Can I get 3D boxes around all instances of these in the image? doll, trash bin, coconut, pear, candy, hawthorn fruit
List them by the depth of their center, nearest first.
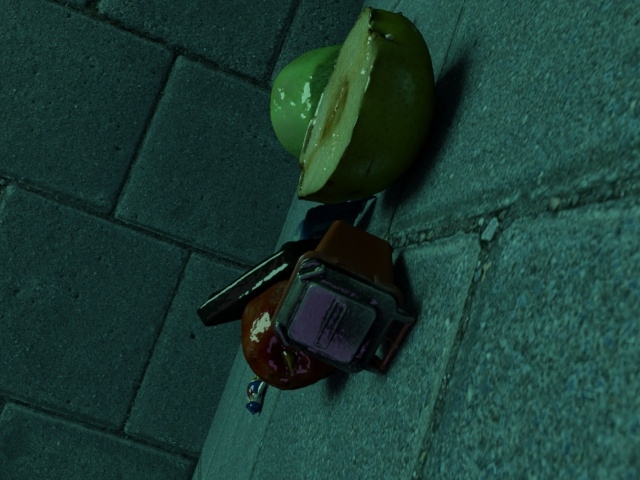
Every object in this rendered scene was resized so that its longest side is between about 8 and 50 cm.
[{"bbox_3d":[0.049,0.078,0.933,0.238,0.185,0.161,-62,-2,-64],"label":"trash bin"},{"bbox_3d":[-0.052,0.187,1.081,0.243,0.208,0.207,-81,14,-76],"label":"hawthorn fruit"},{"bbox_3d":[0.105,-0.223,1.139,0.386,0.192,0.340,121,159,-48],"label":"pear"},{"bbox_3d":[0.000,0.000,1.428,0.077,0.187,0.331,60,151,23],"label":"candy"},{"bbox_3d":[0.031,-0.331,1.449,0.328,0.281,0.328,-25,58,48],"label":"coconut"},{"bbox_3d":[-0.201,0.478,1.833,0.099,0.058,0.143,-47,25,29],"label":"doll"}]

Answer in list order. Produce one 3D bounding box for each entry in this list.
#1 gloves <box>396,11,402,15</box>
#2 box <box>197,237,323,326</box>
[{"bbox_3d":[0.205,-0.557,1.671,0.181,0.106,0.129,-42,1,-19],"label":"gloves"},{"bbox_3d":[-0.092,0.090,1.290,0.289,0.073,0.290,-34,-12,21],"label":"box"}]
